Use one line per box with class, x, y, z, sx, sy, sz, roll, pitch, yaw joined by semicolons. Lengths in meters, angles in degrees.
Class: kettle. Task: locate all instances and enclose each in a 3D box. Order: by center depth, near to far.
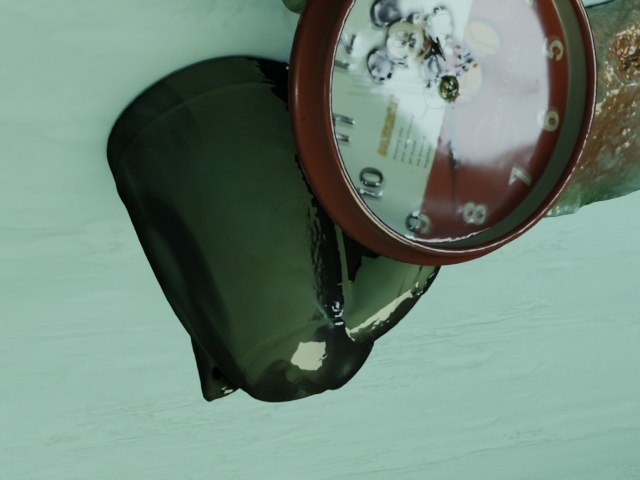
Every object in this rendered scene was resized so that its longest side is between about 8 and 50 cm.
kettle;-0.023;-0.012;1.264;0.321;0.324;0.228;-33;150;16

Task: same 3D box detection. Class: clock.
clock;0.109;-0.134;1.131;0.319;0.080;0.318;-6;103;-30

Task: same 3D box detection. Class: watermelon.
watermelon;0.294;-0.125;1.498;0.264;0.151;0.302;-14;150;-17

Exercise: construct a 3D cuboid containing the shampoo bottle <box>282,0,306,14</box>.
shampoo bottle;0.082;-0.263;1.171;0.234;0.087;0.118;-6;128;-31
